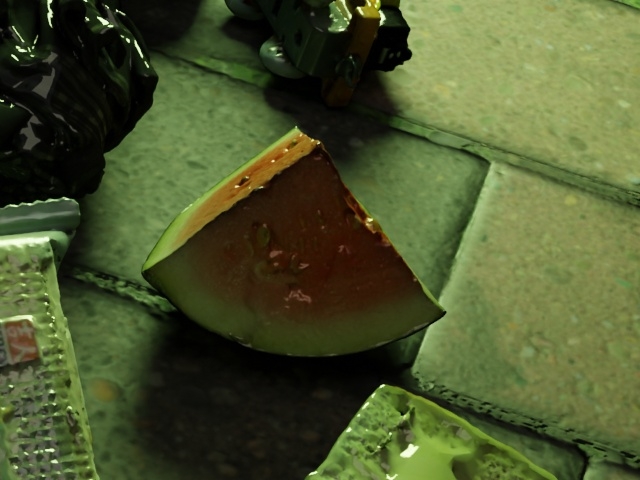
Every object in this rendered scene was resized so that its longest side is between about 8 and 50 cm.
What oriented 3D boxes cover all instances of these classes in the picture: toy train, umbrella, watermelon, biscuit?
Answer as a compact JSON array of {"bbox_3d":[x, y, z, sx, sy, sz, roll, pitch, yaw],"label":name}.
[{"bbox_3d":[0.005,-0.191,1.365,0.127,0.089,0.219,-3,44,-30],"label":"toy train"},{"bbox_3d":[-0.159,-0.181,1.238,0.154,0.128,0.336,24,64,2],"label":"umbrella"},{"bbox_3d":[-0.006,0.013,1.153,0.145,0.137,0.193,51,47,-10],"label":"watermelon"},{"bbox_3d":[-0.188,0.123,0.966,0.186,0.079,0.309,-6,61,-19],"label":"biscuit"}]

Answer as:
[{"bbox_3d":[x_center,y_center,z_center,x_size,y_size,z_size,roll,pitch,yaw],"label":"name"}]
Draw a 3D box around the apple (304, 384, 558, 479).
[{"bbox_3d":[0.040,0.220,0.930,0.193,0.120,0.265,35,49,4],"label":"apple"}]
